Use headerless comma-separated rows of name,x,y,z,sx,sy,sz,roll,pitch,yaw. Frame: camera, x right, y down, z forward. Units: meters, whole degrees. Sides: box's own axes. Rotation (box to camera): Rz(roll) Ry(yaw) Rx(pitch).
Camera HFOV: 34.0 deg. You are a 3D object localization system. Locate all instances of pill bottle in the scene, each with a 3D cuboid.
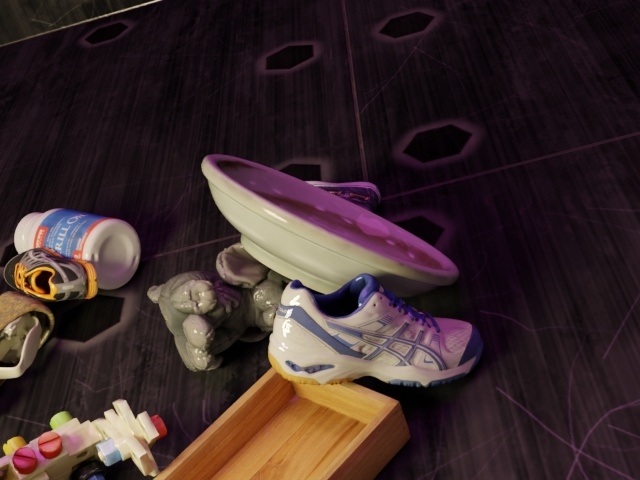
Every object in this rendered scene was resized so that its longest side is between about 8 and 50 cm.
pill bottle,-0.431,0.010,1.824,0.222,0.124,0.124,9,42,37

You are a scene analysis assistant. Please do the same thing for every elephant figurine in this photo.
elephant figurine,-0.103,0.091,1.545,0.239,0.186,0.169,-21,-12,-23

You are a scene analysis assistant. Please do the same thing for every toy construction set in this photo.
toy construction set,-0.357,0.277,1.301,0.328,0.215,0.151,-13,56,-16

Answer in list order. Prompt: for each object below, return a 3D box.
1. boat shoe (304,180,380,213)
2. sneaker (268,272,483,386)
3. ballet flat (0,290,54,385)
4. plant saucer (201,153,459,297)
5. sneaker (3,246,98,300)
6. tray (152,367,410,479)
boat shoe,0.006,-0.056,1.752,0.183,0.065,0.083,-5,31,17
sneaker,0.084,0.109,1.333,0.297,0.130,0.112,0,19,-24
ballet flat,-0.522,0.209,1.596,0.123,0.123,0.348,-1,37,26
plant saucer,0.000,0.000,1.506,0.400,0.401,0.100,38,106,53
sneaker,-0.463,0.059,1.725,0.215,0.084,0.083,2,10,39
tray,-0.098,0.318,1.250,0.203,0.076,0.411,16,45,42
